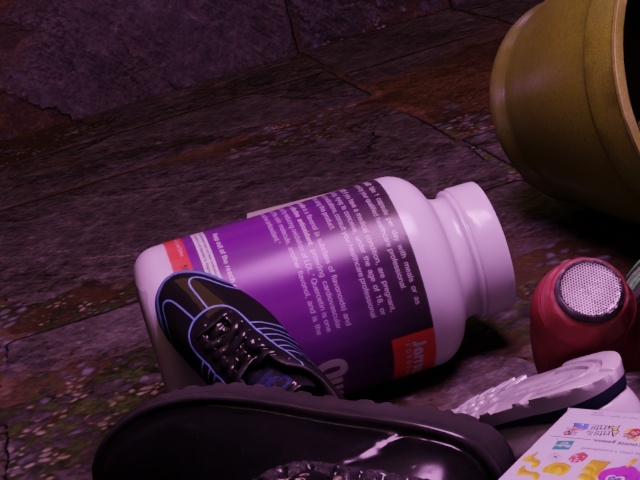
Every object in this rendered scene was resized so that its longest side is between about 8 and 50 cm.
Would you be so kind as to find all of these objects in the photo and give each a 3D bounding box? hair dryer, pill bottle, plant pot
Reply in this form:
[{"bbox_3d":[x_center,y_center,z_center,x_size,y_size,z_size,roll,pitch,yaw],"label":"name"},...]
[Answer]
[{"bbox_3d":[0.253,0.095,1.105,0.080,0.223,0.293,-55,21,-25],"label":"hair dryer"},{"bbox_3d":[0.004,0.052,1.357,0.323,0.181,0.181,-17,17,-7],"label":"pill bottle"},{"bbox_3d":[0.358,-0.164,1.535,0.366,0.366,0.353,-22,7,-21],"label":"plant pot"}]

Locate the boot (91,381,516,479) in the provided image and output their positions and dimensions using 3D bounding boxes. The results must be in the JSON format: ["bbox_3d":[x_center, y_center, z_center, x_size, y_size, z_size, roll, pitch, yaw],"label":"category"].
[{"bbox_3d":[-0.054,0.206,1.010,0.348,0.131,0.260,-5,20,27],"label":"boot"}]

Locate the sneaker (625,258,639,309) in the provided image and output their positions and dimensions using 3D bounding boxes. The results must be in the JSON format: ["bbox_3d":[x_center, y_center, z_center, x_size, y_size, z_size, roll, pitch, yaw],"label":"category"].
[{"bbox_3d":[0.411,0.006,1.247,0.344,0.134,0.146,-13,17,6],"label":"sneaker"}]

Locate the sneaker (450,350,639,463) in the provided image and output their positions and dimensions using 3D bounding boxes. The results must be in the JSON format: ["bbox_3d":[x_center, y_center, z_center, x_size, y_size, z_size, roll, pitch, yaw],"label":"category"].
[{"bbox_3d":[0.150,0.154,1.101,0.090,0.095,0.235,-33,5,-31],"label":"sneaker"}]

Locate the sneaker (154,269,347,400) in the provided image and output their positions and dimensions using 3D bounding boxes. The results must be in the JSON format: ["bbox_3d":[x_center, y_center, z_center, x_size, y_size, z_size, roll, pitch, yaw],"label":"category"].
[{"bbox_3d":[-0.048,0.100,1.191,0.081,0.232,0.090,-47,-16,-8],"label":"sneaker"}]

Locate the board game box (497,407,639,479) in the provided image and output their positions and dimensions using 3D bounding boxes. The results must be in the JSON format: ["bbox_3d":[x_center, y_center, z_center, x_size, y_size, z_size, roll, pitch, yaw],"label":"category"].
[{"bbox_3d":[0.142,0.218,0.793,0.144,0.142,0.275,1,23,40],"label":"board game box"}]

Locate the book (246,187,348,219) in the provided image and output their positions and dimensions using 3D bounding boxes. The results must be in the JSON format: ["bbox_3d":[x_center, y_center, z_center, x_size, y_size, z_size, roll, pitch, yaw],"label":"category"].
[{"bbox_3d":[0.000,0.000,1.666,0.144,0.096,0.035,-15,17,3],"label":"book"}]
